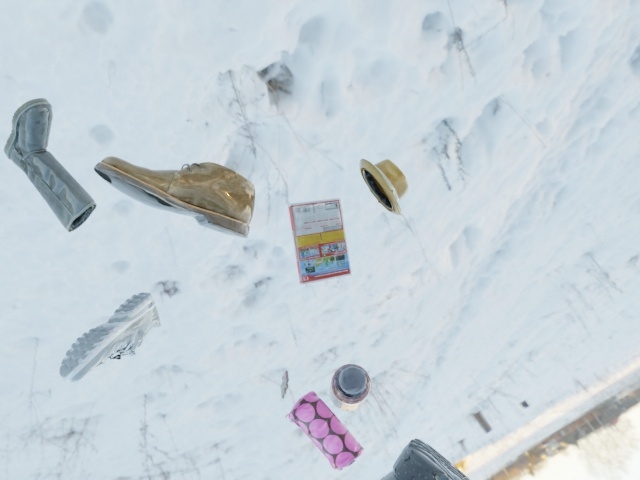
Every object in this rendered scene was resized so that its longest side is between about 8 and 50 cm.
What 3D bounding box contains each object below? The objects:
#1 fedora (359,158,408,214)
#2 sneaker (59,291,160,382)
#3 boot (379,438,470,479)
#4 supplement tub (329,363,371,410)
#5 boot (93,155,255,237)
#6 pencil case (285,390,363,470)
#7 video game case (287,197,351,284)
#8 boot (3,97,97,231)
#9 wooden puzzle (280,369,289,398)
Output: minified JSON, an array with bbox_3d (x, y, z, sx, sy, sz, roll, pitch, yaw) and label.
[{"bbox_3d":[0.188,-0.162,1.455,0.079,0.194,0.194,-37,153,-6],"label":"fedora"},{"bbox_3d":[-0.489,0.249,1.259,0.281,0.105,0.115,-45,123,-41],"label":"sneaker"},{"bbox_3d":[0.135,0.373,0.505,0.222,0.338,0.118,-49,-177,-2],"label":"boot"},{"bbox_3d":[0.078,0.388,1.384,0.106,0.106,0.198,-24,158,-12],"label":"supplement tub"},{"bbox_3d":[-0.259,-0.105,0.973,0.305,0.112,0.115,22,80,-34],"label":"boot"},{"bbox_3d":[0.010,0.491,1.338,0.098,0.209,0.095,-41,168,-19],"label":"pencil case"},{"bbox_3d":[0.000,0.000,1.848,0.204,0.285,0.025,-9,-179,-27],"label":"video game case"},{"bbox_3d":[-0.516,-0.142,1.016,0.076,0.208,0.189,-30,169,-49],"label":"boot"},{"bbox_3d":[-0.088,0.356,1.289,0.006,0.083,0.049,14,109,-12],"label":"wooden puzzle"}]
